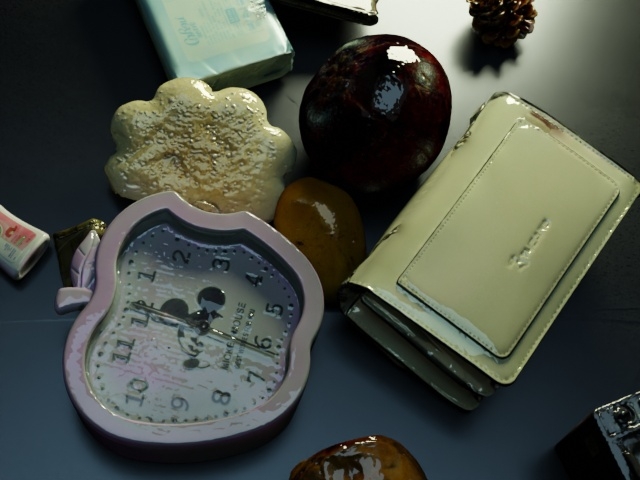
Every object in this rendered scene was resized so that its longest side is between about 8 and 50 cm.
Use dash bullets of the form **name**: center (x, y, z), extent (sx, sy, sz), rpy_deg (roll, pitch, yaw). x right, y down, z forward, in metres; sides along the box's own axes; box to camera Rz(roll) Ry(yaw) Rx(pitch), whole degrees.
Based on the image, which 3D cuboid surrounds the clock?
- **clock**: center (-0.166, 0.113, 1.489), extent (0.339, 0.102, 0.338), rpy_deg (2, 65, -5)

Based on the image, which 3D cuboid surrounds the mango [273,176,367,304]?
- **mango**: center (0.005, -0.005, 1.564), extent (0.115, 0.089, 0.165), rpy_deg (-37, 77, 10)

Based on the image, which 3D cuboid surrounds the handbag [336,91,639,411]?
- **handbag**: center (0.212, 0.008, 1.545), extent (0.237, 0.160, 0.358), rpy_deg (39, 66, 1)

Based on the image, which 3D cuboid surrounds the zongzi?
- **zongzi**: center (-0.305, 0.019, 1.535), extent (0.076, 0.040, 0.083), rpy_deg (-20, 67, 28)

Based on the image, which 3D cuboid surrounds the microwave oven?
- **microwave oven**: center (0.425, 0.296, 1.425), extent (0.178, 0.188, 0.247), rpy_deg (-18, 69, -15)

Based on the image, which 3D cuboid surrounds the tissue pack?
- **tissue pack**: center (-0.166, -0.330, 1.699), extent (0.177, 0.089, 0.263), rpy_deg (-20, 72, -14)

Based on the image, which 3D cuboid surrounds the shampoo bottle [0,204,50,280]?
- **shampoo bottle**: center (-0.408, -0.003, 1.543), extent (0.099, 0.043, 0.072), rpy_deg (33, 66, 8)

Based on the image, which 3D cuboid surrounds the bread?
- **bread**: center (-0.155, -0.122, 1.591), extent (0.251, 0.039, 0.181), rpy_deg (13, 90, -8)

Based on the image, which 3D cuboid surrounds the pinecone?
- **pinecone**: center (0.256, -0.337, 1.745), extent (0.109, 0.102, 0.102), rpy_deg (24, 59, -34)

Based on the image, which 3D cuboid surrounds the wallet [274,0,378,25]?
- **wallet**: center (0.006, -0.455, 1.764), extent (0.169, 0.044, 0.317), rpy_deg (12, 56, -17)

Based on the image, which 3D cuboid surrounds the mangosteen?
- **mangosteen**: center (0.079, -0.157, 1.597), extent (0.216, 0.216, 0.216), rpy_deg (3, 65, -6)

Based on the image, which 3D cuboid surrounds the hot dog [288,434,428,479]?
- **hot dog**: center (0.064, 0.370, 1.388), extent (0.196, 0.122, 0.272), rpy_deg (-17, 73, -12)
